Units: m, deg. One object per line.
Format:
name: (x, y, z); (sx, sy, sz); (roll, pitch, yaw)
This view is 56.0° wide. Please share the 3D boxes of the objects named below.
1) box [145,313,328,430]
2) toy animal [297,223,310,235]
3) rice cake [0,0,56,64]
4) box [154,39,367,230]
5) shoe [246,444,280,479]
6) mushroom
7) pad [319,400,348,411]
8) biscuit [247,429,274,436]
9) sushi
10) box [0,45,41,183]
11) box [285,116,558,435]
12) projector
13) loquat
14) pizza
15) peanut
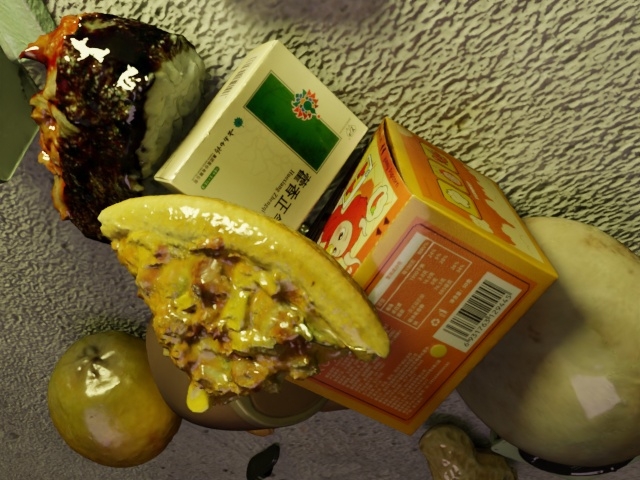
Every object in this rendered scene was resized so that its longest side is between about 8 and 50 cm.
box: (-0.134, 0.173, 1.004); (0.216, 0.301, 0.301); (-25, 125, 38)
toy animal: (-0.006, -0.011, 0.944); (0.219, 0.069, 0.086); (2, 140, 14)
rice cake: (-0.397, -0.319, 0.731); (0.080, 0.042, 0.222); (2, 137, 18)
box: (-0.071, -0.107, 0.746); (0.168, 0.212, 0.095); (40, 169, -28)
shoe: (-0.145, 0.613, 1.638); (0.049, 0.071, 0.179); (27, 132, -20)
mushroom: (0.348, 0.134, 0.873); (0.362, 0.294, 0.362); (31, 133, 39)
pad: (-0.013, 0.284, 1.255); (0.284, 0.018, 0.286); (39, 142, -25)
biscuit: (-0.183, 0.459, 1.515); (0.118, 0.023, 0.140); (-23, 127, 32)
sushi: (-0.261, -0.134, 0.808); (0.181, 0.196, 0.343); (28, 133, 11)
box: (-0.472, -0.160, 0.788); (0.135, 0.243, 0.163); (-14, 131, 10)
box: (0.095, 0.037, 0.776); (0.213, 0.260, 0.283); (28, 115, -17)
projector: (0.534, 0.421, 1.259); (0.259, 0.079, 0.257); (24, 135, -14)
loquat: (-0.435, 0.341, 1.287); (0.276, 0.276, 0.284); (-3, 132, 16)
pizza: (-0.090, 0.040, 0.640); (0.257, 0.087, 0.268); (-25, 94, 24)
peanut: (0.344, 0.527, 1.378); (0.153, 0.140, 0.325); (-36, 116, 18)
